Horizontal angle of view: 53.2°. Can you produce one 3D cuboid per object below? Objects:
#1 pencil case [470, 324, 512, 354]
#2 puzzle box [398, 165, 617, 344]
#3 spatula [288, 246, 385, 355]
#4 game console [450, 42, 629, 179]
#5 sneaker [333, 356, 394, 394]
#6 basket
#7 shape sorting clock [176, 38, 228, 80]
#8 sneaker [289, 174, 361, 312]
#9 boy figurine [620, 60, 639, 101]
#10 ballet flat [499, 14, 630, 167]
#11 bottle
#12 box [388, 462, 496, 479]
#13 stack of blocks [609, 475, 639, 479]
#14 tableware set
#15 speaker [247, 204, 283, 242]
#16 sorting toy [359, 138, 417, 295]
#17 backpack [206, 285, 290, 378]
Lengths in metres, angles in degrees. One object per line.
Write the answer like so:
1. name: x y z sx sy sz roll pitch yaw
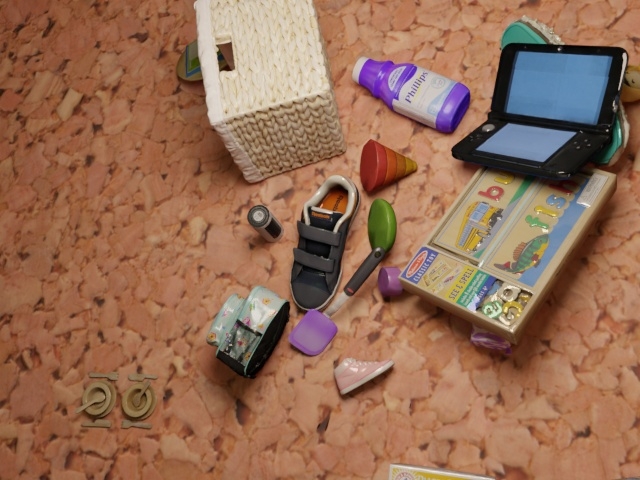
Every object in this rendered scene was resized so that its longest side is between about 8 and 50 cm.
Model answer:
1. pencil case: 0.368 0.126 1.335 0.088 0.086 0.206 17 77 -15
2. puzzle box: 0.382 -0.015 1.310 0.272 0.052 0.409 25 68 37
3. spatula: 0.046 0.130 1.400 0.084 0.030 0.296 37 106 -5
4. game console: 0.441 -0.276 1.325 0.250 0.173 0.293 -37 36 -27
5. sneaker: 0.088 0.272 1.375 0.134 0.051 0.070 -30 73 9
6. basket: -0.106 -0.360 1.487 0.266 0.331 0.329 -12 70 5
7. shape sorting clock: -0.295 -0.500 1.707 0.206 0.040 0.206 -18 49 22
8. sneaker: 0.000 0.000 1.447 0.126 0.127 0.321 12 78 17
9. boy figurine: 0.763 -0.371 1.381 0.285 0.092 0.177 -11 73 8
10. ballet flat: 0.555 -0.341 1.405 0.147 0.147 0.409 -29 69 4
11. bottle: 0.210 -0.359 1.521 0.282 0.092 0.118 29 83 21
12. box: 0.233 0.501 1.236 0.203 0.103 0.114 2 74 15
13. stack of blocks: 0.519 0.453 1.071 0.171 0.297 0.087 -12 70 12
14. tableware set: -0.479 0.372 1.500 0.194 0.039 0.128 -2 73 14
15. speaker: -0.126 -0.038 1.485 0.055 0.136 0.055 -3 74 10
16. sorting toy: 0.179 -0.055 1.447 0.126 0.127 0.366 -2 73 -17
17. backpack: -0.152 0.189 1.404 0.144 0.166 0.188 35 82 12
